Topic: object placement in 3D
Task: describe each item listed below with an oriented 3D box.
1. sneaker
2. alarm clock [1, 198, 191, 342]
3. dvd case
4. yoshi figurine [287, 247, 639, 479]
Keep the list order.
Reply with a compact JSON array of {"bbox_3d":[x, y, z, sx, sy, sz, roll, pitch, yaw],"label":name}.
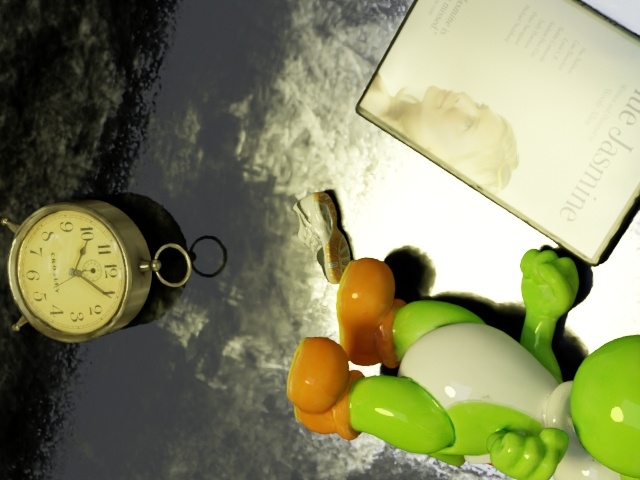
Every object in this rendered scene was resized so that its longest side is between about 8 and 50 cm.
[{"bbox_3d":[0.000,0.000,1.502,0.037,0.032,0.083,-17,84,37],"label":"sneaker"},{"bbox_3d":[-0.202,0.026,1.568,0.192,0.064,0.129,-2,95,25],"label":"alarm clock"},{"bbox_3d":[0.171,-0.118,1.417,0.253,0.022,0.180,34,107,16],"label":"dvd case"},{"bbox_3d":[0.165,0.112,1.358,0.362,0.203,0.203,16,95,17],"label":"yoshi figurine"}]
